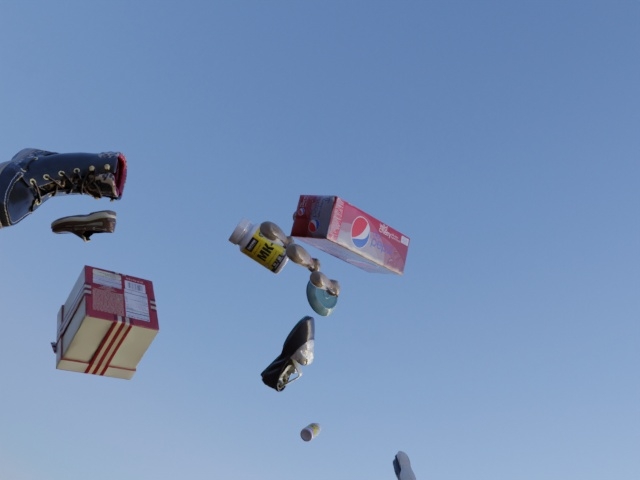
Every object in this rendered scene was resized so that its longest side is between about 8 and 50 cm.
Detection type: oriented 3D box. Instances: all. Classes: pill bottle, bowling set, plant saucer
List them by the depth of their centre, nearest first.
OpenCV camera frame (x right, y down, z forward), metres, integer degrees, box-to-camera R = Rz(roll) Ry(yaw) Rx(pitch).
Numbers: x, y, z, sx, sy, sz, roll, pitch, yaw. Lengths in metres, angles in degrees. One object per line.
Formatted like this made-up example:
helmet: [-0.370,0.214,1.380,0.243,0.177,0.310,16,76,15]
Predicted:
bowling set: [0.000,0.000,1.641,0.287,0.200,0.154,46,4,31]
plant saucer: [0.011,0.153,1.748,0.021,0.119,0.119,-24,-64,42]
pill bottle: [-0.028,0.598,1.951,0.043,0.083,0.043,0,-89,23]
pill bottle: [-0.207,0.016,2.156,0.209,0.119,0.119,33,-38,-6]

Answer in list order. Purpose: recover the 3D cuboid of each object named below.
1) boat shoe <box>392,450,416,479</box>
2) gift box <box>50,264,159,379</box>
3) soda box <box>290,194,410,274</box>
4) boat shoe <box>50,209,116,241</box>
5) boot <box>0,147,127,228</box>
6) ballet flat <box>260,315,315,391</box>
boat shoe: [0.208,0.591,1.573,0.046,0.125,0.038,21,-66,-18]
gift box: [-0.640,0.248,1.876,0.255,0.276,0.258,22,-63,-29]
soda box: [0.064,-0.006,1.201,0.092,0.083,0.263,4,-15,40]
boat shoe: [-0.856,-0.041,2.243,0.258,0.095,0.095,-10,-11,17]
boot: [-0.686,-0.148,1.654,0.284,0.377,0.138,0,-65,-5]
ballet flat: [-0.053,0.242,1.281,0.074,0.074,0.203,33,-61,-2]
